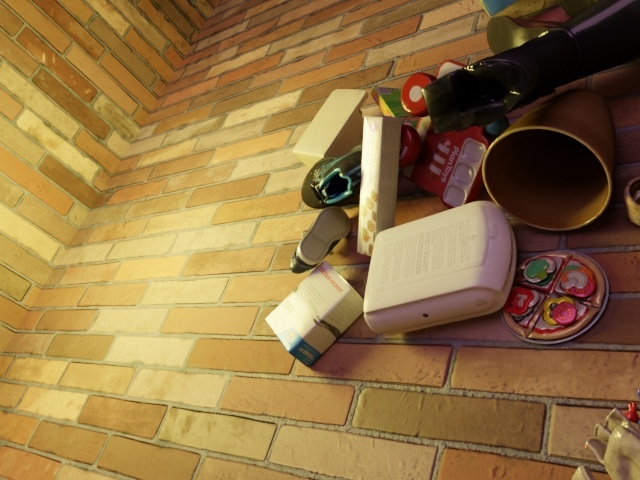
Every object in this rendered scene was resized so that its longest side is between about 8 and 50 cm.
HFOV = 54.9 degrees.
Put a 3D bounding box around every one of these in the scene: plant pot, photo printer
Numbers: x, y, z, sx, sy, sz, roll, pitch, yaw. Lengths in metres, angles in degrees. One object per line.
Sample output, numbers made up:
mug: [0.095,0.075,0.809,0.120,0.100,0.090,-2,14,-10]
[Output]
plant pot: [0.483,-0.187,1.222,0.237,0.237,0.254,0,38,43]
photo printer: [0.250,0.053,1.273,0.308,0.107,0.256,-19,39,31]

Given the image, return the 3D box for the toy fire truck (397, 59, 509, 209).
toy fire truck: [0.304,-0.243,1.414,0.254,0.169,0.302,37,115,40]

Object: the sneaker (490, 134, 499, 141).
sneaker: [0.391,-0.288,1.494,0.065,0.076,0.166,-33,39,14]

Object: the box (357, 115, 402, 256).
box: [0.136,-0.125,1.431,0.063,0.067,0.323,17,110,49]

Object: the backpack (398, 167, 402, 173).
backpack: [0.182,-0.219,1.617,0.114,0.084,0.105,-30,37,9]

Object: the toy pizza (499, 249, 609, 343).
toy pizza: [0.424,0.097,1.140,0.201,0.032,0.201,-25,41,24]

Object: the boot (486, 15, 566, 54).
boot: [0.542,-0.521,1.583,0.115,0.112,0.305,-18,29,-15]

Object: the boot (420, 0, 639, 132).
boot: [0.443,-0.352,1.148,0.445,0.146,0.367,-24,-5,-42]

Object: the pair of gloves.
pair of gloves: [0.393,0.350,0.781,0.042,0.240,0.204,-10,41,-12]

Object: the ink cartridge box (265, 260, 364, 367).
ink cartridge box: [-0.009,0.168,1.434,0.203,0.086,0.148,-44,37,0]

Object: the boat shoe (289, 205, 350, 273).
boat shoe: [0.000,0.000,1.550,0.079,0.095,0.254,-45,8,39]

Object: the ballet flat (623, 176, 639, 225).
ballet flat: [0.655,-0.060,1.011,0.316,0.106,0.107,5,59,45]

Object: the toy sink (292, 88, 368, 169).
toy sink: [0.060,-0.302,1.773,0.153,0.131,0.234,18,71,50]

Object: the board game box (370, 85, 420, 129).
board game box: [0.233,-0.349,1.674,0.259,0.124,0.039,-112,29,-52]

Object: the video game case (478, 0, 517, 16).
video game case: [0.564,-0.727,1.694,0.270,0.061,0.244,-28,20,21]

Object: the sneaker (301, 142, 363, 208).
sneaker: [0.025,-0.150,1.588,0.140,0.125,0.341,-40,7,-32]

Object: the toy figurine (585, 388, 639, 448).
toy figurine: [0.458,0.310,0.758,0.191,0.217,0.362,-34,38,15]

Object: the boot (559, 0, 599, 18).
boot: [0.728,-0.582,1.385,0.284,0.138,0.377,-27,32,11]
